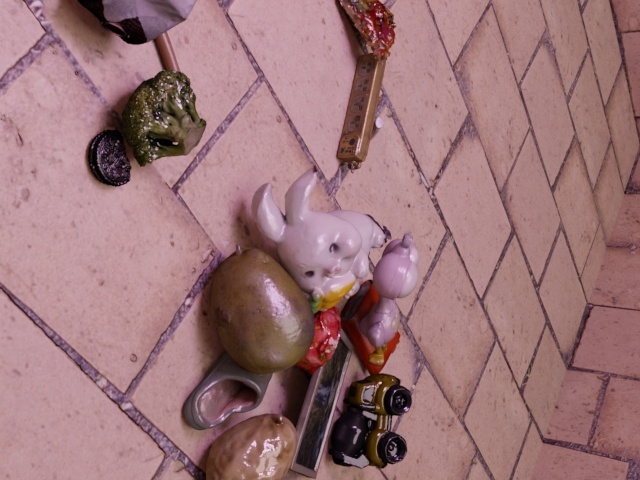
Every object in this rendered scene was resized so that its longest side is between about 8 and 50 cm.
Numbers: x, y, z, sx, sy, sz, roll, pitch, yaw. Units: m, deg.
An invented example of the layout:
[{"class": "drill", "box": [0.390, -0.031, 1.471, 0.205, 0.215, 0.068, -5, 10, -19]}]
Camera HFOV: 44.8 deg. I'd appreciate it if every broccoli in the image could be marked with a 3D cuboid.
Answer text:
[{"class": "broccoli", "box": [-0.260, -0.196, 1.272, 0.162, 0.138, 0.146, -53, 160, -8]}]

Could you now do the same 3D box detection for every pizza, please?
[{"class": "pizza", "box": [0.132, -0.493, 1.777, 0.201, 0.053, 0.193, -6, 71, -55]}]

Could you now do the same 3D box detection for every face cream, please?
[{"class": "face cream", "box": [0.129, -0.265, 1.831, 0.115, 0.020, 0.038, 136, -40, -81]}]

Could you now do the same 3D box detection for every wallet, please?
[{"class": "wallet", "box": [0.123, 0.213, 1.895, 0.142, 0.045, 0.204, -54, 132, -33]}]

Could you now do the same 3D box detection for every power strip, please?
[{"class": "power strip", "box": [0.095, -0.301, 1.791, 0.044, 0.064, 0.305, 24, 74, -49]}]

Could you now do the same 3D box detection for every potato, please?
[{"class": "potato", "box": [-0.116, 0.124, 1.455, 0.174, 0.159, 0.251, -23, 91, -28]}]

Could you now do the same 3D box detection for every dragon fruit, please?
[{"class": "dragon fruit", "box": [-0.038, 0.185, 1.607, 0.111, 0.153, 0.153, 28, 70, -32]}]

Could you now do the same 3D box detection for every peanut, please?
[{"class": "peanut", "box": [-0.153, 0.462, 1.476, 0.159, 0.143, 0.291, 24, 77, -17]}]

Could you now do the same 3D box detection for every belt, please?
[{"class": "belt", "box": [-0.257, -0.448, 1.210, 0.164, 0.184, 0.289, 35, 71, -55]}]

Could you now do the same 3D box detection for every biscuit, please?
[{"class": "biscuit", "box": [-0.337, -0.133, 1.257, 0.087, 0.027, 0.089, 29, 70, -50]}]

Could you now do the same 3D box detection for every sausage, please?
[{"class": "sausage", "box": [-0.266, -0.328, 1.336, 0.026, 0.026, 0.116, -43, 125, -43]}]

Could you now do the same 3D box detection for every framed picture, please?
[{"class": "framed picture", "box": [0.003, 0.353, 1.700, 0.240, 0.020, 0.324, 63, 43, -64]}]

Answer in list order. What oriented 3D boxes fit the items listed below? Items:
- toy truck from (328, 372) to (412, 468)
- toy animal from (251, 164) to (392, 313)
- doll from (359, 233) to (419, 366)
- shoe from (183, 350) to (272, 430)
[{"class": "toy truck", "box": [0.109, 0.422, 1.833, 0.166, 0.147, 0.224, 12, 84, -25]}, {"class": "toy animal", "box": [0.005, 0.004, 1.557, 0.310, 0.183, 0.247, 9, 55, -62]}, {"class": "doll", "box": [0.152, 0.124, 1.724, 0.160, 0.094, 0.365, -63, 170, -46]}, {"class": "shoe", "box": [-0.150, 0.271, 1.488, 0.251, 0.100, 0.103, -42, 124, -40]}]
